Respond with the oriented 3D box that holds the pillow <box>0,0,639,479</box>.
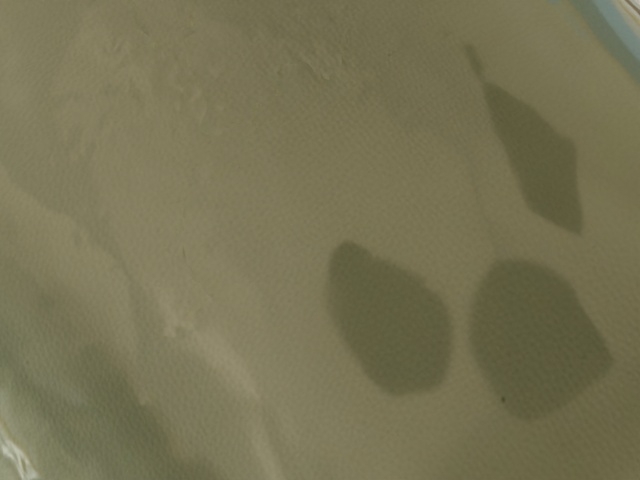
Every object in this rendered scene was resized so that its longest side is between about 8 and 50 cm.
[{"bbox_3d":[0.000,0.000,0.398,0.255,0.120,0.322,-36,-109,-7],"label":"pillow"}]
